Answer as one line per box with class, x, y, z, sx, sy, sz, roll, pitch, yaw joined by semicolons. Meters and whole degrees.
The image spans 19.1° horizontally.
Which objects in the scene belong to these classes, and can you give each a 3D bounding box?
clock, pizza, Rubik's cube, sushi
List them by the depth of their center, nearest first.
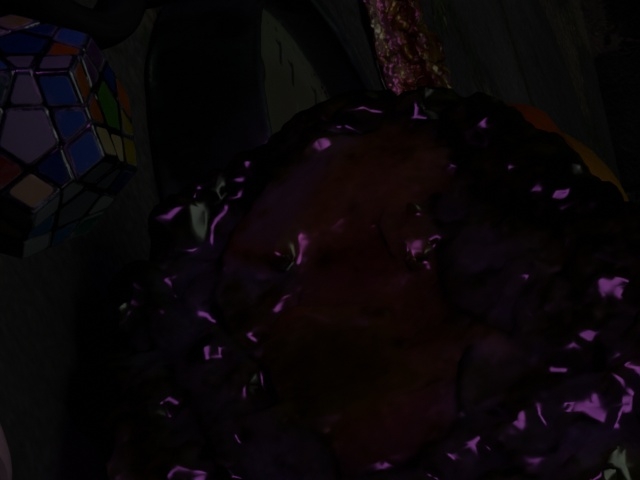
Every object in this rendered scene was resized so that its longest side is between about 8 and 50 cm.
Rubik's cube;-0.137;-0.048;0.860;0.093;0.111;0.111;47;10;15
sushi;0.044;0.090;0.934;0.352;0.294;0.178;50;-12;53
clock;0.000;0.000;1.314;0.386;0.076;0.386;-17;90;-74
pizza;0.091;-0.186;1.872;0.127;0.058;0.246;30;42;-67

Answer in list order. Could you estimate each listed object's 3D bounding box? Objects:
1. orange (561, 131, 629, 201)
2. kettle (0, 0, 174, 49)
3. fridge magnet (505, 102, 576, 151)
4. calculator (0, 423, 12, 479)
orange;0.152;0.005;1.575;0.236;0.236;0.236;-18;90;-75
kettle;-0.144;-0.190;0.940;0.232;0.144;0.202;16;67;-64
fridge magnet;0.153;0.088;1.279;0.363;0.155;0.364;-14;90;-82
calculator;-0.162;0.073;0.770;0.103;0.024;0.166;-62;132;-69
